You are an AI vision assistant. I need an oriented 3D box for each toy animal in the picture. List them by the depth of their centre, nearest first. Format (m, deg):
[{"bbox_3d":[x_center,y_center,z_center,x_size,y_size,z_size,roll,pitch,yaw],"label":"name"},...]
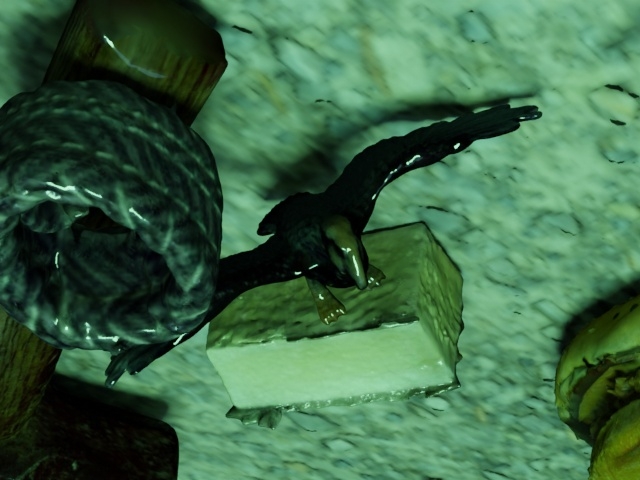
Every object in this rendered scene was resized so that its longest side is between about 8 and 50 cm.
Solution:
[{"bbox_3d":[0.000,0.000,0.666,0.220,0.062,0.108,-33,174,-4],"label":"toy animal"}]

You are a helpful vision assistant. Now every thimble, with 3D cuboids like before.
[{"bbox_3d":[-0.087,-0.008,0.599,0.095,0.066,0.104,-1,137,1],"label":"thimble"}]

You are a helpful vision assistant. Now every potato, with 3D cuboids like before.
[{"bbox_3d":[0.006,0.042,0.753,0.122,0.086,0.061,-10,130,17],"label":"potato"}]

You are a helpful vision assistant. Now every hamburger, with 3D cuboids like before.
[{"bbox_3d":[0.218,0.085,0.787,0.177,0.113,0.185,29,129,-24],"label":"hamburger"}]

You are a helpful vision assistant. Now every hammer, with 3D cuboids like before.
[{"bbox_3d":[-0.140,0.022,0.741,0.243,0.095,0.409,16,136,-19],"label":"hammer"}]
